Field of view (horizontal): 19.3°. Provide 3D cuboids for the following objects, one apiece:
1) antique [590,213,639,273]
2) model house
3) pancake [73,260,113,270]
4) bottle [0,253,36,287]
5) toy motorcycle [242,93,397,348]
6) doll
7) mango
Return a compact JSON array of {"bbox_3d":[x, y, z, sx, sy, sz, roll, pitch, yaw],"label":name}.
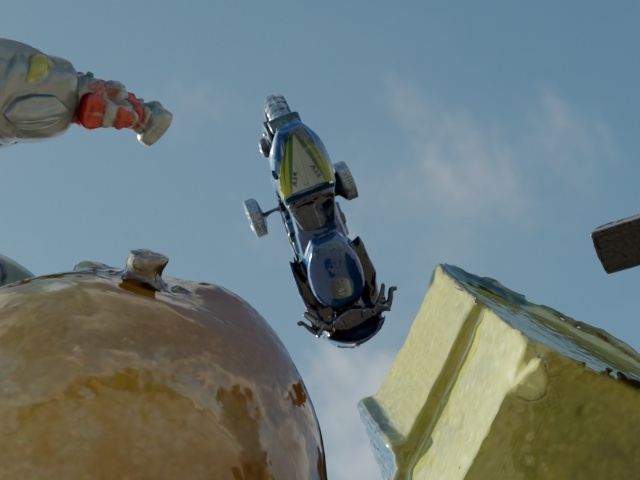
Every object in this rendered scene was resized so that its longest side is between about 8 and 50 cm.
[{"bbox_3d":[0.252,-0.019,1.115,0.192,0.015,0.031,-18,-84,30],"label":"antique"},{"bbox_3d":[0.183,0.201,1.740,0.261,0.321,0.266,27,-84,-19],"label":"model house"},{"bbox_3d":[-0.139,0.067,1.323,0.023,0.129,0.116,-32,-49,14],"label":"pancake"},{"bbox_3d":[-0.351,0.027,1.278,0.347,0.168,0.168,25,-61,-26],"label":"bottle"},{"bbox_3d":[0.000,0.000,1.507,0.092,0.135,0.254,-21,-57,-5],"label":"toy motorcycle"},{"bbox_3d":[-0.189,-0.094,1.264,0.180,0.094,0.079,6,-69,-24],"label":"doll"},{"bbox_3d":[-0.114,0.189,0.722,0.221,0.199,0.384,15,-94,-65],"label":"mango"}]
